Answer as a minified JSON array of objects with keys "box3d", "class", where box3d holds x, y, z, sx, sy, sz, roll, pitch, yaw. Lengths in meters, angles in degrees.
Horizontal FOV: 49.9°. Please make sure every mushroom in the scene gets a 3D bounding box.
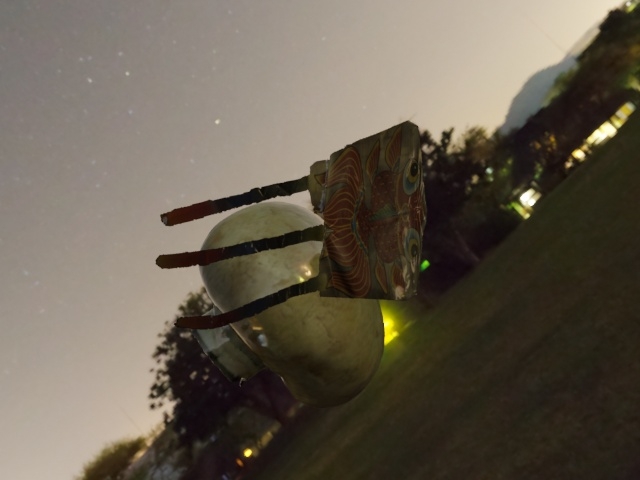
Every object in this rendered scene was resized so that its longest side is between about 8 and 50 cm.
[{"box3d":[-0.052,0.104,1.049,0.260,0.352,0.352,-37,-8,-4],"class":"mushroom"}]

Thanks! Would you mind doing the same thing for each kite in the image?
[{"box3d":[0.002,0.000,0.423,0.016,0.127,0.229,4,16,44],"class":"kite"}]
